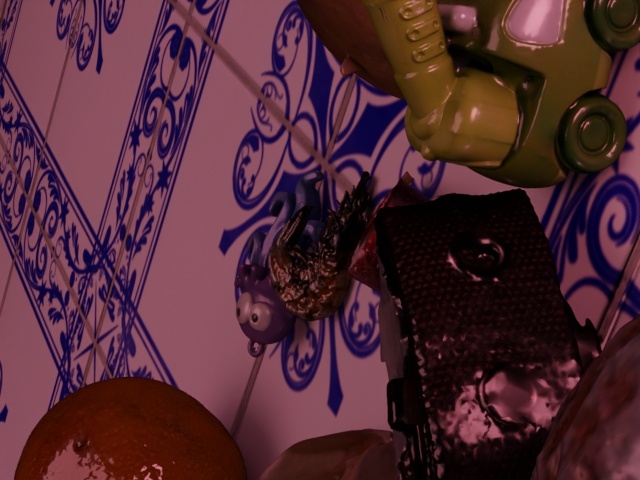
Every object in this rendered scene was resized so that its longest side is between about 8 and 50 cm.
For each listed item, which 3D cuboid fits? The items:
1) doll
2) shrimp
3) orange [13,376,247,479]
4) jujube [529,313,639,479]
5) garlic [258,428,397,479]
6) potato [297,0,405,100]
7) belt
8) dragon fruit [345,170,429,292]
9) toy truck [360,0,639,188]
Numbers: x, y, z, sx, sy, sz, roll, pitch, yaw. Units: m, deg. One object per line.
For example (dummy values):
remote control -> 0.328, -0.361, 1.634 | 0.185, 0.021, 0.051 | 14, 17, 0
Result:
doll -> -0.040, 0.023, 1.466 | 0.110, 0.067, 0.206 | 20, 93, 43
shrimp -> 0.000, 0.000, 1.394 | 0.161, 0.091, 0.034 | -67, -13, 13
orange -> -0.200, 0.271, 1.513 | 0.264, 0.264, 0.264 | -27, 59, 58
jujube -> 0.228, 0.156, 0.736 | 0.308, 0.246, 0.215 | -57, -4, 29
garlic -> -0.026, 0.290, 1.222 | 0.325, 0.132, 0.279 | -37, 10, 48
potato -> 0.021, -0.248, 1.238 | 0.299, 0.116, 0.239 | 80, 177, -53
belt -> 0.128, 0.101, 1.032 | 0.184, 0.164, 0.289 | 94, 169, -63
dragon fruit -> 0.081, 0.010, 1.227 | 0.102, 0.096, 0.147 | -64, 0, 12
toy truck -> 0.128, -0.128, 1.056 | 0.148, 0.210, 0.187 | 24, 122, 62
